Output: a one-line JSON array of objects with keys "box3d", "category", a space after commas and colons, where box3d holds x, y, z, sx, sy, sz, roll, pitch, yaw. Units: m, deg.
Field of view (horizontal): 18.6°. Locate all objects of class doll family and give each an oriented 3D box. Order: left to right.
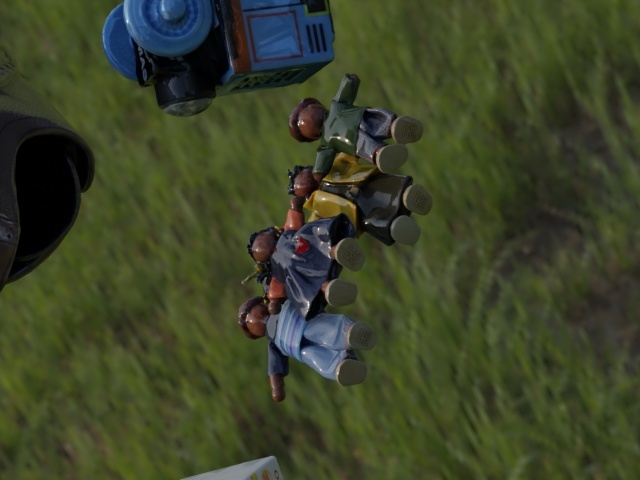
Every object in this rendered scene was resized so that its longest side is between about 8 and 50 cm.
[{"box3d": [0.000, 0.000, 1.157, 0.111, 0.076, 0.193, 17, 79, 47], "category": "doll family"}]

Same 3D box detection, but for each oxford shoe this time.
[{"box3d": [-0.178, -0.032, 0.947, 0.363, 0.133, 0.130, -85, 16, -76], "category": "oxford shoe"}]

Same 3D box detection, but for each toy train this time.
[{"box3d": [-0.058, -0.152, 0.934, 0.105, 0.184, 0.080, -9, -5, -19], "category": "toy train"}]

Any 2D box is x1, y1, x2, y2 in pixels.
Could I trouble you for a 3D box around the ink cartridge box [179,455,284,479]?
[{"box3d": [-0.077, 0.232, 1.527, 0.090, 0.092, 0.143, -17, 5, 21], "category": "ink cartridge box"}]
